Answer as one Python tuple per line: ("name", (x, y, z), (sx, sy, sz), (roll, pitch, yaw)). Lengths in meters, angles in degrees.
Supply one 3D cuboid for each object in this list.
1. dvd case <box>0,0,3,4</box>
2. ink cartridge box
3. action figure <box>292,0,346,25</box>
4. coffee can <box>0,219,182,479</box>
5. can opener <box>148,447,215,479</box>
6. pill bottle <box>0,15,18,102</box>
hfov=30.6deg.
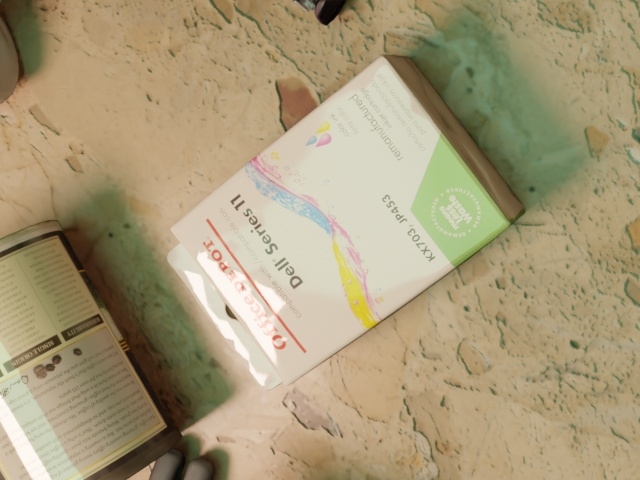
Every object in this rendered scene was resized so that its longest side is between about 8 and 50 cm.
("dvd case", (-0.380, -0.312, 1.226), (0.165, 0.018, 0.221), (11, 60, 15))
("ink cartridge box", (0.000, 0.000, 1.181), (0.353, 0.119, 0.207), (-38, 87, 19))
("action figure", (-0.085, -0.335, 1.166), (0.285, 0.099, 0.185), (34, 112, 12))
("coffee can", (-0.302, 0.145, 1.254), (0.201, 0.201, 0.275), (-30, 90, 19))
("can opener", (-0.191, 0.366, 1.272), (0.074, 0.093, 0.280), (19, 76, 7))
("pill bottle", (-0.471, -0.179, 1.286), (0.246, 0.136, 0.136), (-17, 94, 19))
